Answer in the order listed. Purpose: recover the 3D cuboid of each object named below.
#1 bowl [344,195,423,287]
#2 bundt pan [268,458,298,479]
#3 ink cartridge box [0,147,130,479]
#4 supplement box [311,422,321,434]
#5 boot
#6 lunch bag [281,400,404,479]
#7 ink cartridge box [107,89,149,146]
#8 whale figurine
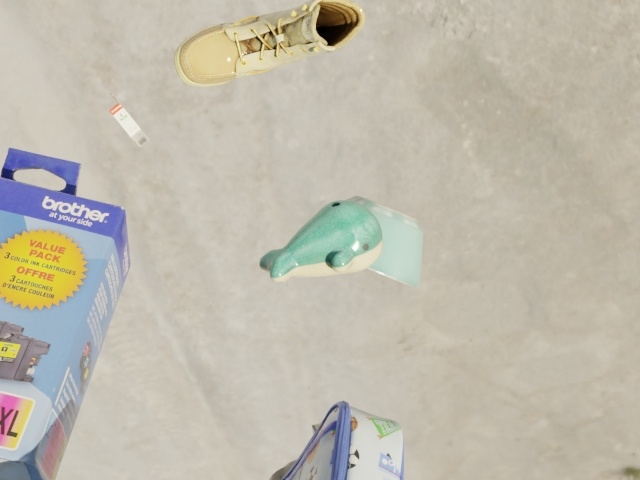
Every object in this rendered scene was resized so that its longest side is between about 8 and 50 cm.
[{"bbox_3d":[0.141,-0.010,1.996,0.311,0.163,0.311,22,-179,0],"label":"bowl"},{"bbox_3d":[-0.021,0.520,1.298,0.124,0.331,0.331,-5,145,17],"label":"bundt pan"},{"bbox_3d":[-0.398,0.071,0.931,0.269,0.396,0.151,13,145,-3],"label":"ink cartridge box"},{"bbox_3d":[0.028,0.523,2.056,0.083,0.083,0.056,-12,101,-9],"label":"supplement box"},{"bbox_3d":[-0.079,-0.311,1.204,0.261,0.095,0.203,-21,-165,-34],"label":"boot"},{"bbox_3d":[0.000,0.361,0.983,0.114,0.243,0.303,21,130,-11],"label":"lunch bag"},{"bbox_3d":[-0.402,-0.249,1.579,0.029,0.115,0.063,-40,167,-5],"label":"ink cartridge box"},{"bbox_3d":[0.000,0.000,1.659,0.271,0.216,0.141,-17,115,-16],"label":"whale figurine"}]
